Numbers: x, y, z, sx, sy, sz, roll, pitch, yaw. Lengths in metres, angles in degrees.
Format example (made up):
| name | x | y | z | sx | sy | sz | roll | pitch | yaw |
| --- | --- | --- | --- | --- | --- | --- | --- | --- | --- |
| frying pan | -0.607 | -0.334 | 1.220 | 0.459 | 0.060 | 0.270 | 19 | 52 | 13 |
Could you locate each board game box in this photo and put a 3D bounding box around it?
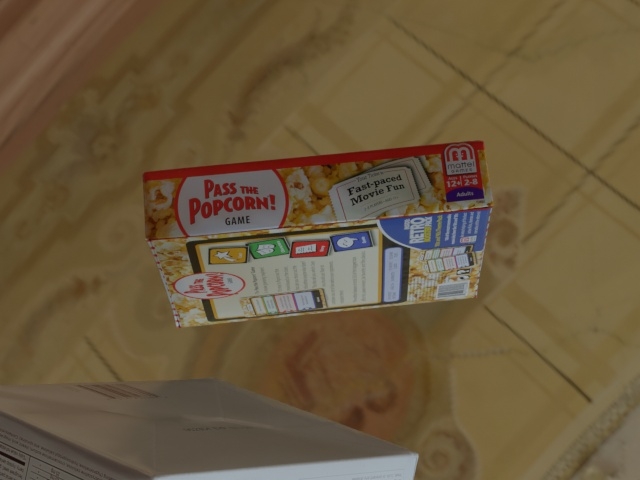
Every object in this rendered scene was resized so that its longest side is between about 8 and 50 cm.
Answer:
| name | x | y | z | sx | sy | sz | roll | pitch | yaw |
| --- | --- | --- | --- | --- | --- | --- | --- | --- | --- |
| board game box | 0.000 | 0.000 | 0.908 | 0.193 | 0.147 | 0.045 | -6 | -113 | -1 |

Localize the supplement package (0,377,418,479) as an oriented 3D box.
| name | x | y | z | sx | sy | sz | roll | pitch | yaw |
| --- | --- | --- | --- | --- | --- | --- | --- | --- | --- |
| supplement package | -0.083 | 0.183 | 0.738 | 0.149 | 0.194 | 0.203 | 15 | -84 | 38 |
